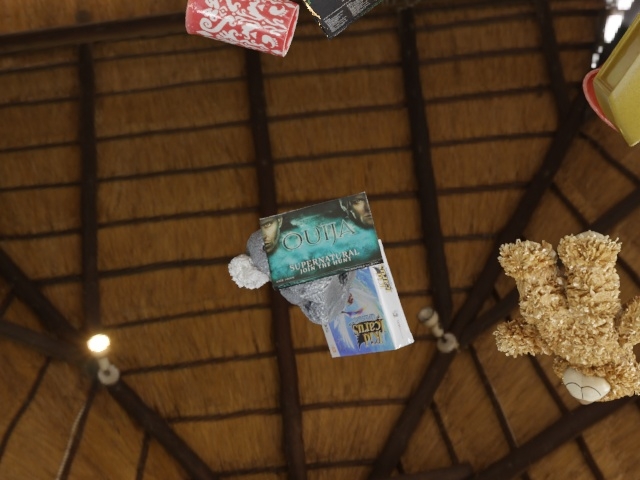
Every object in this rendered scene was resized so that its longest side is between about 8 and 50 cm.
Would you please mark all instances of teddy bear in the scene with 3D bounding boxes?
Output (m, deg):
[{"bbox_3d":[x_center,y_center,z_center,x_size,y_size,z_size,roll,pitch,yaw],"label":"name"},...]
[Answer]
[{"bbox_3d":[0.384,0.126,1.069,0.245,0.338,0.113,1,-144,15],"label":"teddy bear"}]

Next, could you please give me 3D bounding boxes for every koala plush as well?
[{"bbox_3d":[-0.052,0.045,1.369,0.221,0.203,0.196,21,-125,17],"label":"koala plush"}]

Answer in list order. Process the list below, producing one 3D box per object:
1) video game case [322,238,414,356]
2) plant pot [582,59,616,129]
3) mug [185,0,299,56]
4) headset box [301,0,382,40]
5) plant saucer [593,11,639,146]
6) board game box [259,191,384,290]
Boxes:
[{"bbox_3d":[0.081,0.145,1.681,0.061,0.244,0.269,-18,178,-33],"label":"video game case"},{"bbox_3d":[0.891,-0.441,1.874,0.265,0.272,0.272,-46,-139,-5],"label":"plant pot"},{"bbox_3d":[-0.124,-0.398,1.203,0.169,0.150,0.113,19,-169,0],"label":"mug"},{"bbox_3d":[0.035,-0.593,1.439,0.246,0.283,0.131,-35,-119,10],"label":"headset box"},{"bbox_3d":[0.614,-0.360,1.301,0.081,0.333,0.333,30,-157,1],"label":"plant saucer"},{"bbox_3d":[0.000,0.000,1.179,0.186,0.026,0.126,-15,-112,2],"label":"board game box"}]
